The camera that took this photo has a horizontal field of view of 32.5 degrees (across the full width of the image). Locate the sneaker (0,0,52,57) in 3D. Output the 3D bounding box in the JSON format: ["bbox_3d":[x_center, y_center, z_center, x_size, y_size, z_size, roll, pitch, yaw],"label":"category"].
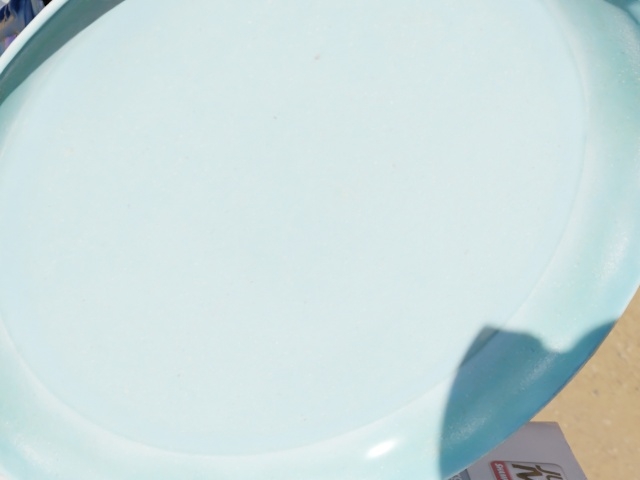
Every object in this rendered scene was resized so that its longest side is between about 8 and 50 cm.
[{"bbox_3d":[-0.141,-0.123,0.633,0.319,0.131,0.112,24,58,41],"label":"sneaker"}]

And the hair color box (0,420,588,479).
[{"bbox_3d":[-0.035,0.185,0.593,0.185,0.375,0.113,-102,13,-72],"label":"hair color box"}]

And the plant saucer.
[{"bbox_3d":[0.000,0.000,0.453,0.317,0.317,0.043,-44,39,9],"label":"plant saucer"}]
